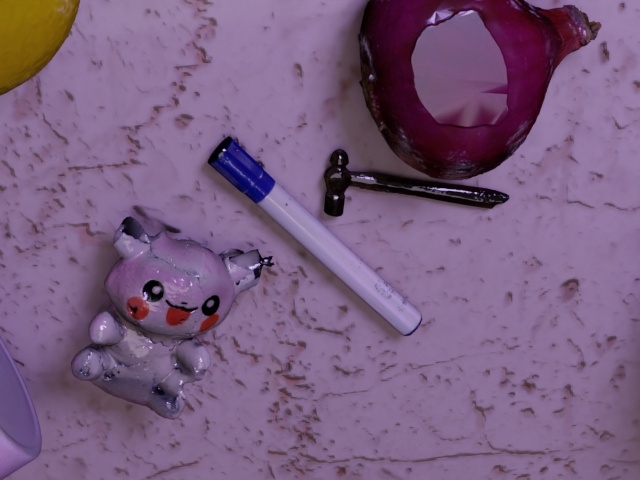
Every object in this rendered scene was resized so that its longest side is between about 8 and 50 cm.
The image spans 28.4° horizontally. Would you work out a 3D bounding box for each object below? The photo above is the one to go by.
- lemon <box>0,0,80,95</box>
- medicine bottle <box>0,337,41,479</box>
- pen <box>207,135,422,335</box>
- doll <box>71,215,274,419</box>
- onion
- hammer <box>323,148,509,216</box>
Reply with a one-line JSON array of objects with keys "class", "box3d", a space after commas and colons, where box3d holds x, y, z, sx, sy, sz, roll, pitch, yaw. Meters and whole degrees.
[{"class": "lemon", "box3d": [-0.309, -0.208, 0.971, 0.240, 0.219, 0.240, 0, 115, 0]}, {"class": "medicine bottle", "box3d": [-0.428, 0.181, 1.127, 0.302, 0.241, 0.241, -30, 114, -2]}, {"class": "pen", "box3d": [0.000, 0.000, 1.195, 0.033, 0.033, 0.269, -43, 111, 14]}, {"class": "doll", "box3d": [-0.149, 0.071, 1.182, 0.149, 0.095, 0.192, 23, 109, -21]}, {"class": "onion", "box3d": [0.144, -0.152, 1.089, 0.218, 0.140, 0.195, -14, 108, -2]}, {"class": "hammer", "box3d": [0.090, -0.046, 1.190, 0.178, 0.021, 0.065, 6, 114, -11]}]
